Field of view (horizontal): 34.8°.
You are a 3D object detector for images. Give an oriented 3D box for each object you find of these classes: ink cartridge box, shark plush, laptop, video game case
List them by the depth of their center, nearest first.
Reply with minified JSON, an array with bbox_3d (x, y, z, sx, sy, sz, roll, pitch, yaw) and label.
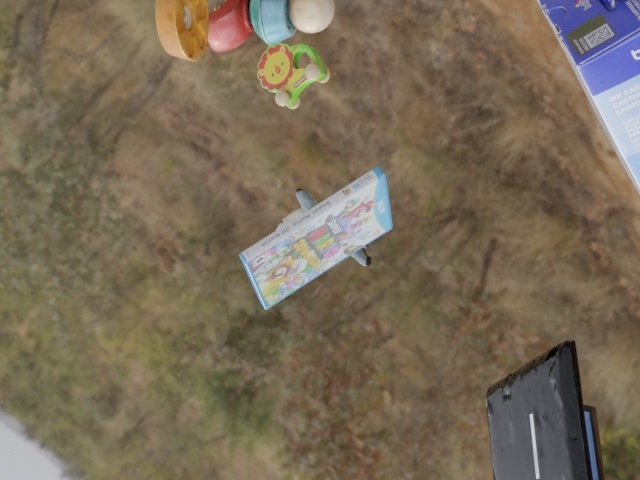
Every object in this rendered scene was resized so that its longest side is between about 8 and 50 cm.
[{"bbox_3d":[0.200,0.213,0.730,0.136,0.234,0.264,0,161,-9],"label":"laptop"},{"bbox_3d":[0.000,0.000,1.053,0.015,0.166,0.119,53,170,27],"label":"video game case"},{"bbox_3d":[0.010,0.002,1.287,0.161,0.067,0.073,32,168,33],"label":"shark plush"},{"bbox_3d":[0.418,-0.221,1.342,0.395,0.151,0.270,50,-161,-31],"label":"ink cartridge box"}]

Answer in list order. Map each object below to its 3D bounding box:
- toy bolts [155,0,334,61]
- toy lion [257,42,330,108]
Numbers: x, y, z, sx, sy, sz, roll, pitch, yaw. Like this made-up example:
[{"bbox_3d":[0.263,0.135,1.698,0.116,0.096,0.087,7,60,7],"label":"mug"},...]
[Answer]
[{"bbox_3d":[-0.078,-0.293,1.212,0.158,0.218,0.228,1,160,16],"label":"toy bolts"},{"bbox_3d":[-0.045,-0.245,1.460,0.034,0.100,0.096,4,-125,-54],"label":"toy lion"}]
